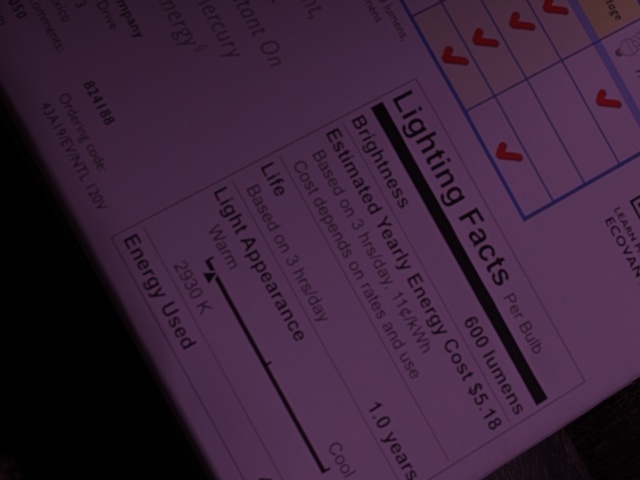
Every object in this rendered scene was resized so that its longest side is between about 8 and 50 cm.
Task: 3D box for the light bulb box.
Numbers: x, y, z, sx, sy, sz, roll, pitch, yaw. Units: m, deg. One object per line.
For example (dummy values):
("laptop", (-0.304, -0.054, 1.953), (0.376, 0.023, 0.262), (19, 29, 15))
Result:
("light bulb box", (0.030, -0.056, 0.600), (0.358, 0.361, 0.225), (61, -14, 3))
